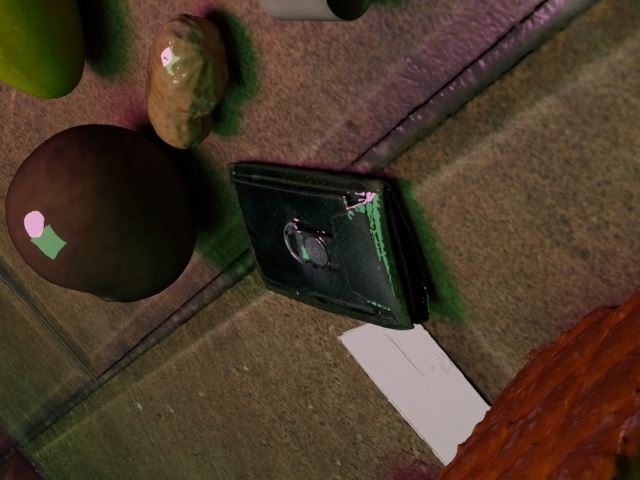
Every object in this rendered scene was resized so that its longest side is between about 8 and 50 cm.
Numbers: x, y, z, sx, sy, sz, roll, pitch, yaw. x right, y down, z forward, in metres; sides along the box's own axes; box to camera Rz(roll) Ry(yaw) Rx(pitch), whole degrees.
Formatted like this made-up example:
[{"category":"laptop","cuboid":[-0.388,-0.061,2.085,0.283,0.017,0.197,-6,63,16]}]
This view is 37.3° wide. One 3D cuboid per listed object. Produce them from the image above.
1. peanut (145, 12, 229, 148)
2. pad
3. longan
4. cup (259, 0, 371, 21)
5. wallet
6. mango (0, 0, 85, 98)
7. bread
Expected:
[{"category":"peanut","cuboid":[-0.130,-0.147,0.923,0.080,0.080,0.174,41,151,11]},{"category":"pad","cuboid":[0.123,0.173,1.028,0.232,0.004,0.156,50,149,-3]},{"category":"longan","cuboid":[-0.240,-0.031,1.070,0.220,0.197,0.196,25,161,-32]},{"category":"cup","cuboid":[-0.009,-0.204,0.730,0.083,0.054,0.075,12,135,47]},{"category":"wallet","cuboid":[-0.002,0.001,0.952,0.236,0.055,0.160,10,126,46]},{"category":"mango","cuboid":[-0.344,-0.284,0.957,0.192,0.156,0.343,39,158,47]},{"category":"bread","cuboid":[0.233,0.170,0.642,0.207,0.279,0.279,48,146,3]}]
